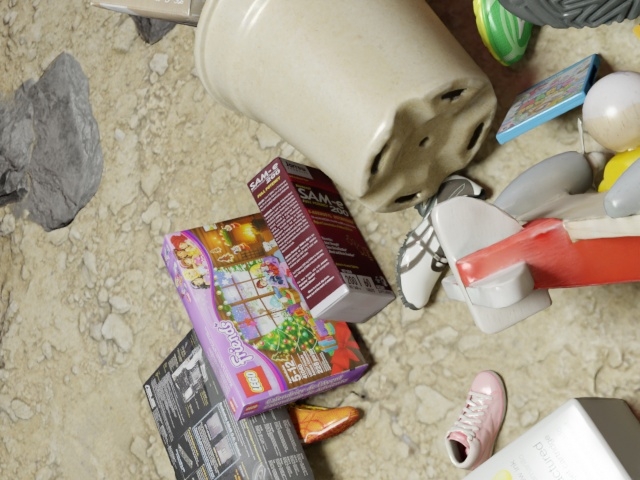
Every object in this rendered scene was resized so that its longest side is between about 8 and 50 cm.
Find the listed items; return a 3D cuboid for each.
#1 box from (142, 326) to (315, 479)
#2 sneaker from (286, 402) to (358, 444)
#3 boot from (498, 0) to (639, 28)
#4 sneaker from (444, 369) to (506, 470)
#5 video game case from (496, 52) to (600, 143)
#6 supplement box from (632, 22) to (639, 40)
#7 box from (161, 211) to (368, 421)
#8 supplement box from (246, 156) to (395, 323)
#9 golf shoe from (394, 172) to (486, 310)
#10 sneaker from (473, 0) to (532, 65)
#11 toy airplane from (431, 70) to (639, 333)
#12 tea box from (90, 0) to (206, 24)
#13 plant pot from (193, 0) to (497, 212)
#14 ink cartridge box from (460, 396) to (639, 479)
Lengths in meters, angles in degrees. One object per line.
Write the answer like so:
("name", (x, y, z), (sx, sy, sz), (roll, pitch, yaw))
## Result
("box", (-0.145, 0.291, 1.455), (0.242, 0.076, 0.308), (-48, 57, 40))
("sneaker", (-0.022, 0.266, 1.417), (0.175, 0.064, 0.068), (-22, 74, 31))
("boot", (0.388, -0.487, 1.115), (0.367, 0.146, 0.445), (-10, 61, 34))
("sneaker", (0.200, 0.235, 1.258), (0.051, 0.070, 0.134), (9, 87, 39))
("video game case", (0.287, -0.180, 1.213), (0.119, 0.166, 0.015), (-27, 103, 30))
("supplement box", (0.436, -0.198, 1.079), (0.081, 0.188, 0.104), (-40, 62, 23))
("box", (-0.085, 0.098, 1.408), (0.293, 0.200, 0.057), (61, 150, 26))
("supplement box", (0.000, 0.000, 1.403), (0.073, 0.130, 0.239), (-40, 63, 24))
("golf shoe", (0.165, 0.005, 1.316), (0.093, 0.077, 0.198), (16, 93, 36))
("sneaker", (0.290, -0.373, 1.262), (0.123, 0.109, 0.296), (23, 96, 40))
("toy airplane", (0.302, -0.043, 1.034), (0.386, 0.384, 0.273), (-1, 92, 37))
("tea box", (-0.129, -0.471, 1.420), (0.220, 0.329, 0.324), (15, 100, 37))
("plant pot", (0.055, -0.215, 1.273), (0.334, 0.333, 0.305), (-51, 59, 18))
("ink cartridge box", (0.256, 0.405, 1.134), (0.384, 0.160, 0.279), (-44, 60, 23))
